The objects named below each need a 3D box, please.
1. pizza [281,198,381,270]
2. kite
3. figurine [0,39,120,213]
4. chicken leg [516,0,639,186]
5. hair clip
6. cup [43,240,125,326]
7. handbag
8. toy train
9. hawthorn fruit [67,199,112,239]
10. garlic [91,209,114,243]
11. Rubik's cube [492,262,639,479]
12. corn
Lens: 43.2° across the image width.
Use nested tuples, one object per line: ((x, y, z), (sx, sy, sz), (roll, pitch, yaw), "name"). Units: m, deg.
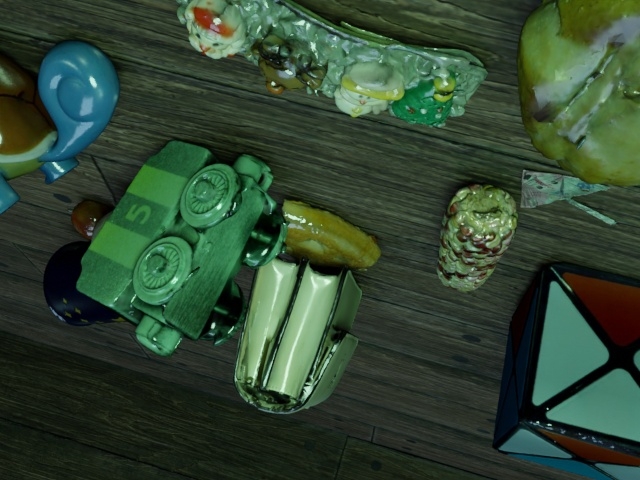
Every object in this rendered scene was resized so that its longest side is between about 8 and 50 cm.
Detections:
((0.000, 0.000, 1.267), (0.182, 0.062, 0.161), (18, 153, -15), "pizza")
((0.296, -0.051, 0.978), (0.153, 0.005, 0.137), (30, 158, -27), "kite")
((-0.454, -0.154, 1.041), (0.417, 0.298, 0.242), (11, 123, 12), "figurine")
((0.257, -0.177, 0.560), (0.202, 0.152, 0.429), (6, 151, -2), "chicken leg")
((-0.003, -0.177, 0.795), (0.322, 0.091, 0.138), (21, 161, -4), "hair clip")
((-0.383, 0.072, 1.639), (0.256, 0.178, 0.255), (-7, -173, 42), "cup")
((-0.028, 0.161, 1.327), (0.160, 0.236, 0.358), (17, 173, 9), "handbag")
((-0.189, 0.003, 1.115), (0.238, 0.299, 0.167), (18, 161, 38), "toy train")
((-0.418, -0.038, 1.479), (0.077, 0.077, 0.077), (16, 158, 6), "hawthorn fruit")
((-0.278, 0.019, 1.394), (0.228, 0.152, 0.228), (23, 163, 8), "garlic")
((0.404, 0.202, 1.176), (0.250, 0.248, 0.246), (14, 158, 8), "Rubik's cube")
((0.200, 0.009, 1.081), (0.092, 0.092, 0.280), (15, 159, 8), "corn")
